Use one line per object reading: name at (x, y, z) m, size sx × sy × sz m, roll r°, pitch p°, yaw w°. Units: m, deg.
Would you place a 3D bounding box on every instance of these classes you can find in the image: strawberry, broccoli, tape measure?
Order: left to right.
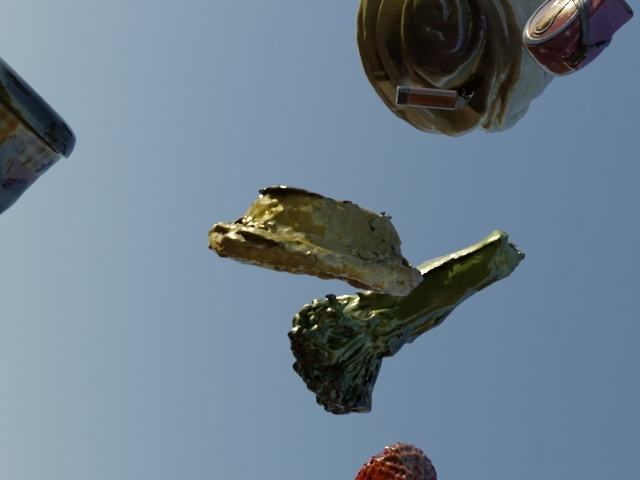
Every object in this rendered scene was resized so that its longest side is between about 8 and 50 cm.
strawberry at (0.072, 0.236, 1.340) m, size 0.083 × 0.096 × 0.083 m, roll 11°, pitch -61°, yaw 20°
broccoli at (0.101, 0.085, 1.669) m, size 0.145 × 0.304 × 0.165 m, roll 56°, pitch 10°, yaw 0°
tape measure at (0.318, -0.263, 1.791) m, size 0.074 × 0.118 × 0.125 m, roll 44°, pitch -6°, yaw -25°

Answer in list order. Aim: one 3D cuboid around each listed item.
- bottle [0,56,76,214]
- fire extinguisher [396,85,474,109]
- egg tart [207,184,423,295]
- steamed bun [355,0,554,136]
bottle at (-0.351, -0.039, 1.270) m, size 0.156 × 0.271 × 0.143 m, roll 47°, pitch -4°, yaw -28°
fire extinguisher at (0.125, -0.157, 1.563) m, size 0.028 × 0.083 × 0.022 m, roll 96°, pitch -2°, yaw -47°
egg tart at (0.000, 0.000, 1.241) m, size 0.191 × 0.191 × 0.074 m, roll 4°, pitch -101°, yaw 65°
steamed bun at (0.212, -0.324, 2.193) m, size 0.394 × 0.237 × 0.346 m, roll -24°, pitch -84°, yaw 32°
